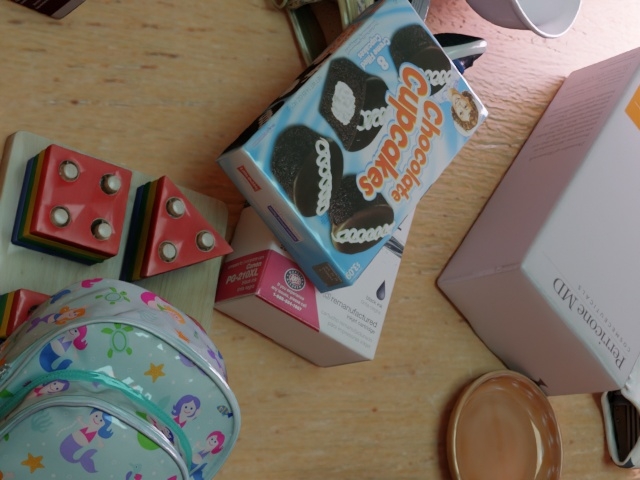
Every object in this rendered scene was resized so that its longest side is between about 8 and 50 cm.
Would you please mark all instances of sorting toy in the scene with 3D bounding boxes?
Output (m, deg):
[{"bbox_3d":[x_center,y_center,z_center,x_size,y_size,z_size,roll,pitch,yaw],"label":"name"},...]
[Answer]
[{"bbox_3d":[-0.204,0.041,1.165,0.255,0.089,0.257,20,68,-33],"label":"sorting toy"}]

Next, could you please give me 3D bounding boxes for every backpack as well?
[{"bbox_3d":[-0.199,0.170,1.015,0.225,0.191,0.253,42,93,-21],"label":"backpack"}]

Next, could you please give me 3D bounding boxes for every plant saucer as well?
[{"bbox_3d":[0.231,0.266,1.480,0.199,0.037,0.200,10,74,-35],"label":"plant saucer"}]

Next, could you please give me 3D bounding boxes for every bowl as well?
[{"bbox_3d":[0.239,-0.411,1.550,0.297,0.134,0.298,1,88,-54],"label":"bowl"}]

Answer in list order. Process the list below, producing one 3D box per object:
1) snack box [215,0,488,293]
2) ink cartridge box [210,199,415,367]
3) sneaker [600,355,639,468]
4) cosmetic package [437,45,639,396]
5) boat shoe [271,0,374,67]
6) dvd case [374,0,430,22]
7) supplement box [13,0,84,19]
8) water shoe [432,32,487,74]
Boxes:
[{"bbox_3d":[0.046,-0.116,1.282,0.187,0.060,0.322,51,53,-16],"label":"snack box"},{"bbox_3d":[0.000,0.000,1.322,0.172,0.100,0.237,32,62,-28],"label":"ink cartridge box"},{"bbox_3d":[0.438,0.192,1.617,0.091,0.094,0.258,1,80,-42],"label":"sneaker"},{"bbox_3d":[0.372,-0.033,1.576,0.230,0.161,0.453,48,57,-19],"label":"cosmetic package"},{"bbox_3d":[0.009,-0.267,1.386,0.089,0.104,0.285,-32,101,-40],"label":"boat shoe"},{"bbox_3d":[0.063,-0.410,1.506,0.238,0.029,0.179,32,62,-28],"label":"dvd case"},{"bbox_3d":[-0.341,-0.330,1.154,0.239,0.073,0.130,18,70,-32],"label":"supplement box"},{"bbox_3d":[0.142,-0.216,1.512,0.203,0.073,0.080,-25,123,-40],"label":"water shoe"}]
